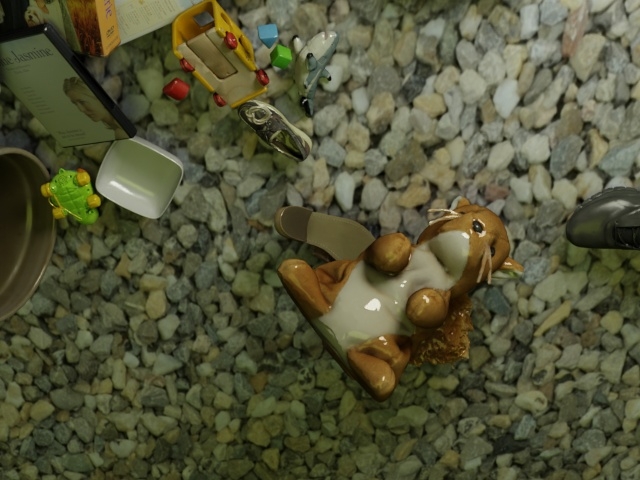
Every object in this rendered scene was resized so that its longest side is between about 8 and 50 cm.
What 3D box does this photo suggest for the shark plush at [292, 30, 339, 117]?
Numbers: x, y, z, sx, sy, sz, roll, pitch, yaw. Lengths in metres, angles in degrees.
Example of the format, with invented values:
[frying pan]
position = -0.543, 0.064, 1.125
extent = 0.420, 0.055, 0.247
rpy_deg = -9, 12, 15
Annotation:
[shark plush]
position = -0.006, -0.278, 1.688
extent = 0.067, 0.073, 0.161
rpy_deg = -10, 120, -23

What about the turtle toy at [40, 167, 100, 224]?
[turtle toy]
position = -0.456, -0.081, 1.848
extent = 0.095, 0.066, 0.130
rpy_deg = -16, 120, 6

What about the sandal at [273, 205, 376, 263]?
[sandal]
position = 0.002, -0.006, 1.847
extent = 0.240, 0.088, 0.079
rpy_deg = 23, 166, -33

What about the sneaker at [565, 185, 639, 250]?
[sneaker]
position = 0.576, -0.027, 1.736
extent = 0.286, 0.130, 0.109
rpy_deg = -9, 122, 13

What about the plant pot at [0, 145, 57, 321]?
[plant pot]
position = -0.685, -0.029, 1.789
extent = 0.280, 0.323, 0.323
rpy_deg = 11, 124, 18

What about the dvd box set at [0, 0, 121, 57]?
[dvd box set]
position = -0.477, -0.495, 1.511
extent = 0.307, 0.062, 0.421
rpy_deg = 14, 135, 12

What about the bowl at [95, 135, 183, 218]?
[bowl]
position = -0.328, -0.124, 1.816
extent = 0.142, 0.053, 0.142
rpy_deg = 27, 121, -11

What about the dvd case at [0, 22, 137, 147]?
[dvd case]
position = -0.451, -0.257, 1.692
extent = 0.180, 0.022, 0.253
rpy_deg = -3, 140, 33

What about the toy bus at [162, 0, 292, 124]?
[toy bus]
position = -0.159, -0.307, 1.652
extent = 0.190, 0.104, 0.202
rpy_deg = 5, 142, -18

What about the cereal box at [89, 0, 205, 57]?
[cereal box]
position = -0.319, -0.423, 1.631
extent = 0.240, 0.047, 0.173
rpy_deg = -19, 119, 16

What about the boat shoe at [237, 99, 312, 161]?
[boat shoe]
position = -0.080, -0.194, 1.748
extent = 0.152, 0.049, 0.056
rpy_deg = 31, 120, -12

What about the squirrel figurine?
[squirrel figurine]
position = 0.169, 0.090, 1.787
extent = 0.370, 0.281, 0.397
rpy_deg = -39, 159, -8
